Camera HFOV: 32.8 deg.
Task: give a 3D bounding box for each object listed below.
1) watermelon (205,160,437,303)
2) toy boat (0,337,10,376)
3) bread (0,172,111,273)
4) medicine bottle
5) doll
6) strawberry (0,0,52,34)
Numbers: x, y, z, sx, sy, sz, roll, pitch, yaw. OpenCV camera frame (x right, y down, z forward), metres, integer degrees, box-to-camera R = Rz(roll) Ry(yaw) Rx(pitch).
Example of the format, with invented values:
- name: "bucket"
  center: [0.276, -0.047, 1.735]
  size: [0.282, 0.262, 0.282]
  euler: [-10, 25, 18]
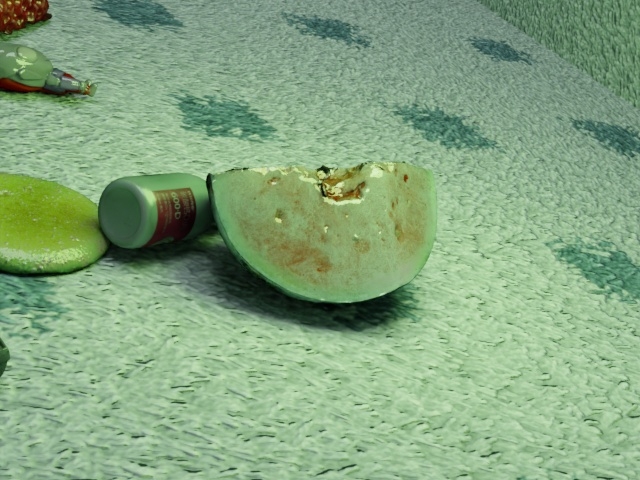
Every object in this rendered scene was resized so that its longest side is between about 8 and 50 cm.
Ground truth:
- name: "watermelon"
  center: [-0.002, 0.001, 1.425]
  size: [0.322, 0.188, 0.175]
  euler: [0, -11, -18]
- name: "toy boat"
  center: [-0.408, 0.053, 1.111]
  size: [0.260, 0.085, 0.078]
  euler: [36, 32, 33]
- name: "bread"
  center: [-0.369, -0.029, 1.351]
  size: [0.229, 0.033, 0.228]
  euler: [13, 27, -7]
- name: "medicine bottle"
  center: [-0.186, -0.044, 1.420]
  size: [0.090, 0.090, 0.217]
  euler: [31, 21, 26]
- name: "doll"
  center: [-0.465, -0.267, 1.713]
  size: [0.228, 0.075, 0.102]
  euler: [14, 7, -31]
- name: "strawberry"
  center: [-0.623, -0.476, 1.936]
  size: [0.254, 0.150, 0.280]
  euler: [19, 25, 5]
